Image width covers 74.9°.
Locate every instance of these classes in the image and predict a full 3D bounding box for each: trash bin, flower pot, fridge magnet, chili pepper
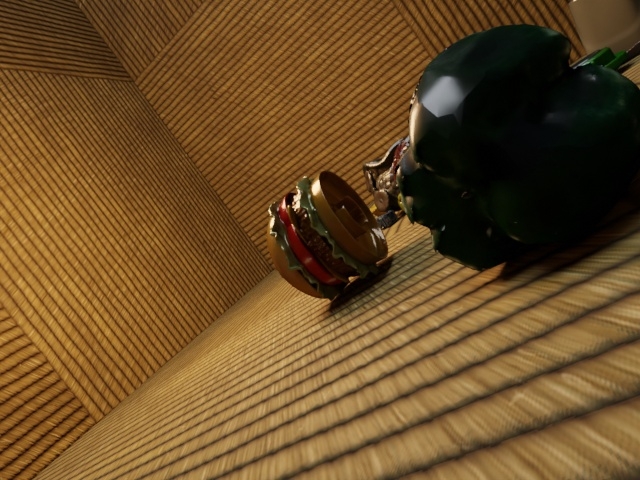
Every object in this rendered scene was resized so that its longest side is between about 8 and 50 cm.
[{"bbox_3d":[0.936,-0.699,1.331,0.220,0.250,0.219,-38,10,-37],"label":"trash bin"},{"bbox_3d":[0.297,-0.238,1.500,0.302,0.213,0.302,-31,2,1],"label":"flower pot"},{"bbox_3d":[0.800,-0.499,1.256,0.208,0.088,0.208,-36,3,3],"label":"fridge magnet"},{"bbox_3d":[0.222,-0.102,0.502,0.257,0.249,0.233,-43,-21,-26],"label":"chili pepper"}]

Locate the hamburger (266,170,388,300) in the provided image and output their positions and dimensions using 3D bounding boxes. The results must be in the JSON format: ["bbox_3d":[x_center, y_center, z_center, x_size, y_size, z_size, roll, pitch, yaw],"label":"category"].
[{"bbox_3d":[0.000,0.000,0.937,0.212,0.274,0.274,-38,2,23],"label":"hamburger"}]

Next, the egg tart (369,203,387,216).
[{"bbox_3d":[0.285,-0.153,1.766,0.191,0.074,0.191,-37,3,2],"label":"egg tart"}]

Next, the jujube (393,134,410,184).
[{"bbox_3d":[0.366,-0.255,1.115,0.377,0.258,0.258,-29,4,3],"label":"jujube"}]

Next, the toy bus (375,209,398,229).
[{"bbox_3d":[0.216,-0.065,1.486,0.065,0.047,0.166,-33,2,-19],"label":"toy bus"}]

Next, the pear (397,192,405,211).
[{"bbox_3d":[0.275,-0.118,1.257,0.092,0.097,0.092,-57,18,31],"label":"pear"}]
